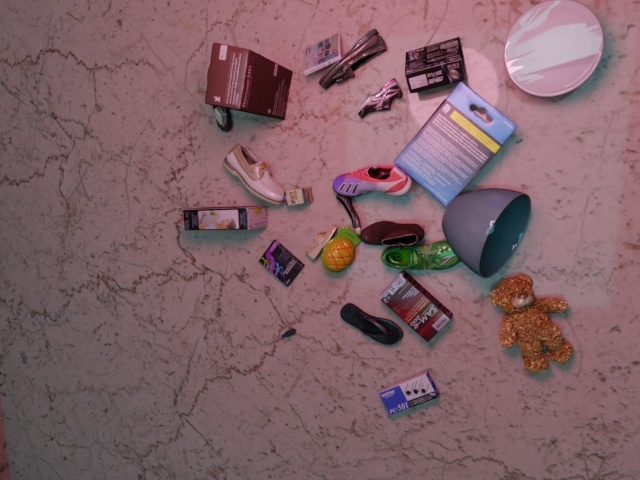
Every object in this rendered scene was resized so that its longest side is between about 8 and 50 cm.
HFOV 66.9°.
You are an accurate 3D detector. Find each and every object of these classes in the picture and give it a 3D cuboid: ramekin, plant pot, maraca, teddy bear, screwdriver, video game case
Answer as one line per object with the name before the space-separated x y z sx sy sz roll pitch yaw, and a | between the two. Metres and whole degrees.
ramekin | 0.697 -0.569 1.472 0.273 0.127 0.272 3 99 19
plant pot | 0.511 -0.050 1.566 0.195 0.290 0.290 31 109 37
maraca | 0.077 0.034 1.814 0.127 0.099 0.185 29 94 -25
teddy bear | 0.708 0.283 1.618 0.245 0.113 0.337 -9 96 19
screwdriver | -0.172 0.404 2.006 0.170 0.025 0.024 -29 88 21
video game case | 0.007 -0.661 1.714 0.143 0.019 0.157 -17 48 22

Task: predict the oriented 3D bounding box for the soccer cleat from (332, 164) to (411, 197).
soccer cleat | 0.159 -0.218 1.689 0.318 0.116 0.108 6 64 41

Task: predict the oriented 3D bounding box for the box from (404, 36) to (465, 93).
box | 0.371 -0.568 1.574 0.180 0.147 0.077 -10 136 21

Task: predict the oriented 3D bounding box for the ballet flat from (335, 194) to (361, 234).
ballet flat | 0.107 -0.099 1.797 0.049 0.057 0.173 -20 79 -12

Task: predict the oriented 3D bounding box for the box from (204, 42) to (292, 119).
box | -0.236 -0.539 1.682 0.143 0.381 0.191 15 104 17

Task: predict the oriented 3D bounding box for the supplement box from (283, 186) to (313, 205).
supplement box | -0.083 -0.168 1.847 0.083 0.083 0.056 -7 96 21

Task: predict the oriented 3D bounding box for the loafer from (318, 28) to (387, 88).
loafer | 0.112 -0.618 1.700 0.267 0.096 0.084 -39 92 19

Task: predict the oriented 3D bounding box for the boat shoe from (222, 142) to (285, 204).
boat shoe | -0.247 -0.259 1.877 0.302 0.113 0.103 39 115 11

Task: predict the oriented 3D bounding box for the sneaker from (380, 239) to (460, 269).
sneaker | 0.354 0.063 1.703 0.296 0.123 0.109 -7 96 20

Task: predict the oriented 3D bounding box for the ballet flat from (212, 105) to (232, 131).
ballet flat | -0.399 -0.530 1.911 0.074 0.074 0.203 -12 94 21

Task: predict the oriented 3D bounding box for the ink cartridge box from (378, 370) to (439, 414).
ink cartridge box | 0.335 0.578 1.837 0.207 0.046 0.097 -29 87 22

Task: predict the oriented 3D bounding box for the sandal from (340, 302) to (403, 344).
sandal | 0.187 0.327 1.844 0.255 0.054 0.097 22 106 16

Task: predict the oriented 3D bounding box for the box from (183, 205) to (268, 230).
box | -0.374 -0.089 1.924 0.290 0.169 0.087 0 96 22

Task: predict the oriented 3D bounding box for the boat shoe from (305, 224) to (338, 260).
boat shoe | 0.000 0.000 1.855 0.059 0.063 0.170 40 110 4

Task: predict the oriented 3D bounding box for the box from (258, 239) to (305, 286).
box | -0.157 0.091 1.946 0.162 0.029 0.116 40 110 9

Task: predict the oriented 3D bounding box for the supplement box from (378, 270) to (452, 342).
supplement box | 0.345 0.237 1.763 0.239 0.073 0.130 41 109 9

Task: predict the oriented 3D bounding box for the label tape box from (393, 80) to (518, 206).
label tape box | 0.446 -0.315 1.616 0.241 0.106 0.333 43 110 9

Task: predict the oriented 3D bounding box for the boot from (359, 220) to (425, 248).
boot | 0.234 -0.018 1.689 0.249 0.207 0.090 -6 97 21

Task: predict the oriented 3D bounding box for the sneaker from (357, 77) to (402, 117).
sneaker | 0.209 -0.482 1.699 0.178 0.072 0.077 -35 97 27
